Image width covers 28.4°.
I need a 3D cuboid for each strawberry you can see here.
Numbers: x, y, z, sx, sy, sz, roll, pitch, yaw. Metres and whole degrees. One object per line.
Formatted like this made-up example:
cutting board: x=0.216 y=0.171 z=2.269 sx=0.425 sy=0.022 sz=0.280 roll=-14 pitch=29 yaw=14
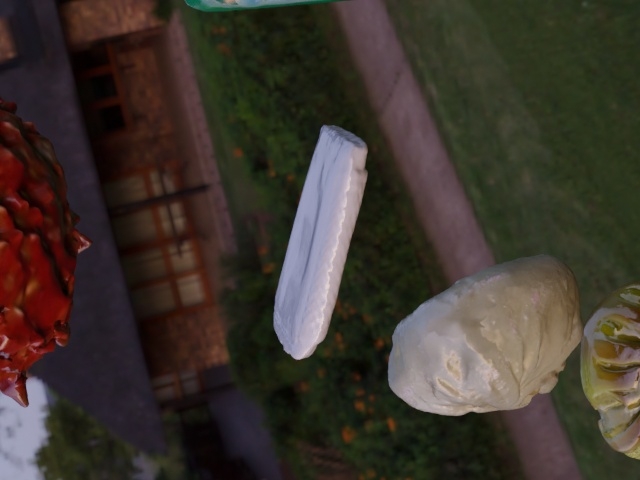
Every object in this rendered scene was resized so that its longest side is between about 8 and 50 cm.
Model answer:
strawberry: x=-0.319 y=-0.016 z=0.852 sx=0.343 sy=0.292 sz=0.292 roll=51 pitch=-160 yaw=-69

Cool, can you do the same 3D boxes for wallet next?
wallet: x=0.000 y=0.000 z=1.027 sx=0.124 sy=0.032 sz=0.183 roll=-134 pitch=56 yaw=-71

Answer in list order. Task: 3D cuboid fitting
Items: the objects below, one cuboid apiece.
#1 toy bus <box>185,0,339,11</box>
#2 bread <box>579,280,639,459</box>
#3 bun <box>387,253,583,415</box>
toy bus: x=0.059 y=-0.248 z=0.770 sx=0.199 sy=0.343 sz=0.184 roll=-88 pitch=-8 yaw=-57
bread: x=0.397 y=0.147 z=1.438 sx=0.105 sy=0.213 sz=0.213 roll=123 pitch=132 yaw=-78
bun: x=0.184 y=0.115 z=1.345 sx=0.133 sy=0.231 sz=0.231 roll=59 pitch=164 yaw=18
